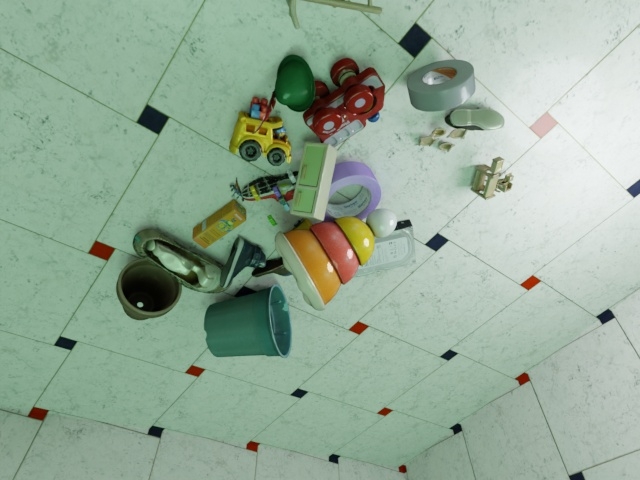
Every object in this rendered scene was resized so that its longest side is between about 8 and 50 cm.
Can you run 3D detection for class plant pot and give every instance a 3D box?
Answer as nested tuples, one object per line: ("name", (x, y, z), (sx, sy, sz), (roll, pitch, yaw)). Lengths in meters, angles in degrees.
("plant pot", (-0.339, 0.395, 2.141), (0.333, 0.341, 0.341), (-9, 131, 9))
("plant pot", (-0.760, 0.240, 1.996), (0.263, 0.263, 0.229), (18, 142, -23))

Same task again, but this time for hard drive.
("hard drive", (0.260, 0.045, 2.098), (0.338, 0.064, 0.237), (-12, 130, 2))

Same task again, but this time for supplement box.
("supplement box", (-0.415, -0.066, 1.883), (0.233, 0.080, 0.078), (-34, 129, 16))

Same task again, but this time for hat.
("hat", (-0.136, -0.476, 1.467), (0.172, 0.183, 0.209), (-3, 109, 46))

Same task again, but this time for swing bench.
("swing bench", (0.021, -0.727, 1.285), (0.254, 0.253, 0.165), (-10, 130, -2))

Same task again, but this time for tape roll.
("tape roll", (0.100, -0.180, 1.827), (0.274, 0.090, 0.275), (-12, 141, -10))
("tape roll", (0.405, -0.522, 1.543), (0.219, 0.219, 0.072), (-18, 131, 6))

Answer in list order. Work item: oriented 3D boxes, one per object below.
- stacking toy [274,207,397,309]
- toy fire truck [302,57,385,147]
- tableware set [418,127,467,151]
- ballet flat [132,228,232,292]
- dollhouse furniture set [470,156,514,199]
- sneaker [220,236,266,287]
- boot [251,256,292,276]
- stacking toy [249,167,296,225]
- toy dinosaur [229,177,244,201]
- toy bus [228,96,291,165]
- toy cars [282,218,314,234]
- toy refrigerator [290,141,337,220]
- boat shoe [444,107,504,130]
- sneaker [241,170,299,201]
("stacking toy", (0.091, 0.022, 1.811), (0.479, 0.351, 0.351), (-30, 130, -7))
("toy fire truck", (0.091, -0.461, 1.603), (0.302, 0.169, 0.254), (-31, 152, 17))
("tableware set", (0.468, -0.390, 1.758), (0.168, 0.020, 0.141), (4, 159, -16))
("ballet flat", (-0.561, 0.116, 1.930), (0.482, 0.182, 0.164), (35, 86, -31))
("dollhouse furniture set", (0.726, -0.287, 1.901), (0.160, 0.101, 0.182), (-20, 134, -25))
("sneaker", (-0.329, 0.120, 1.993), (0.163, 0.086, 0.226), (27, 83, -32))
("boot", (-0.198, 0.139, 2.088), (0.219, 0.082, 0.106), (-24, 127, 8))
("stacking toy", (-0.150, -0.160, 1.743), (0.166, 0.052, 0.221), (-25, 141, 3))
("toy dinosaur", (-0.323, -0.191, 1.820), (0.090, 0.047, 0.082), (-48, 140, 15))
("toy bus", (-0.197, -0.388, 1.622), (0.220, 0.149, 0.212), (9, 112, -19))
("toy cars", (0.000, 0.000, 1.959), (0.393, 0.087, 0.177), (1, 119, 3))
("toy refrigerator", (-0.025, -0.217, 1.679), (0.102, 0.270, 0.094), (11, 178, 26))
("boat shoe", (0.581, -0.455, 1.731), (0.227, 0.068, 0.081), (3, 94, -14))
("sneaker", (-0.170, -0.184, 1.810), (0.278, 0.107, 0.118), (-10, 136, -1))
